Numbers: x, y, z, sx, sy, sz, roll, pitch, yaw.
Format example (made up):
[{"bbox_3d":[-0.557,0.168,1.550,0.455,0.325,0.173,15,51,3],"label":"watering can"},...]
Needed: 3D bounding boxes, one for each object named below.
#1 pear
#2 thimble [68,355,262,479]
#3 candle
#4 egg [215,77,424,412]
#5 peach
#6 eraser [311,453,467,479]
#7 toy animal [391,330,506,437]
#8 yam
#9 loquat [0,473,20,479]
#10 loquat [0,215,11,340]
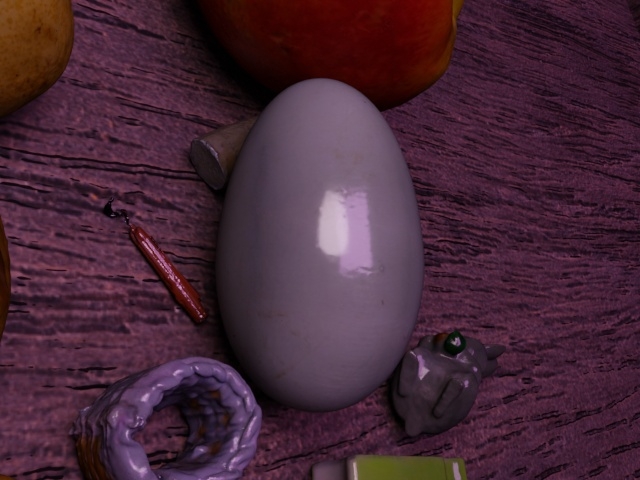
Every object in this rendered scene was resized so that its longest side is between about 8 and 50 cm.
[{"bbox_3d":[-0.326,-0.204,0.622,0.208,0.209,0.209,19,58,-33],"label":"pear"},{"bbox_3d":[-0.141,0.179,0.647,0.151,0.117,0.127,-25,89,-45],"label":"thimble"},{"bbox_3d":[-0.179,0.022,0.760,0.167,0.021,0.026,52,36,-6],"label":"candle"},{"bbox_3d":[0.000,0.000,0.767,0.229,0.230,0.371,11,74,-37],"label":"egg"},{"bbox_3d":[0.010,-0.352,0.880,0.388,0.388,0.389,19,58,-33],"label":"peach"},{"bbox_3d":[0.095,0.386,0.771,0.210,0.092,0.274,14,59,-37],"label":"eraser"},{"bbox_3d":[0.175,0.180,0.952,0.108,0.138,0.236,27,14,20],"label":"toy animal"},{"bbox_3d":[-0.084,-0.117,0.873,0.179,0.078,0.078,-31,91,-44],"label":"yam"},{"bbox_3d":[-0.252,0.259,0.448,0.208,0.208,0.208,19,58,-33],"label":"loquat"},{"bbox_3d":[-0.376,0.011,0.412,0.359,0.328,0.329,-19,80,-4],"label":"loquat"}]
